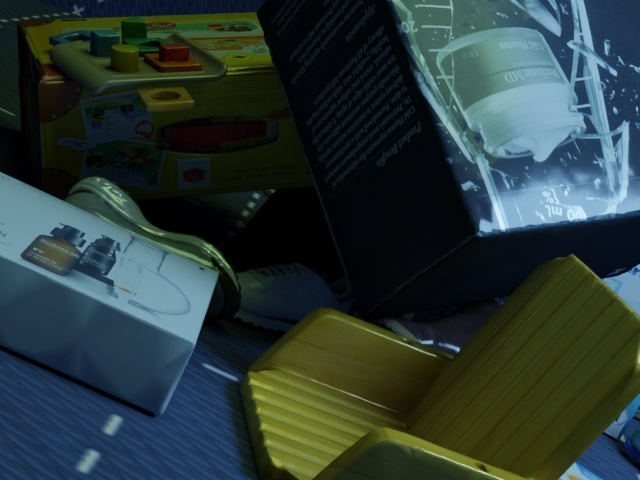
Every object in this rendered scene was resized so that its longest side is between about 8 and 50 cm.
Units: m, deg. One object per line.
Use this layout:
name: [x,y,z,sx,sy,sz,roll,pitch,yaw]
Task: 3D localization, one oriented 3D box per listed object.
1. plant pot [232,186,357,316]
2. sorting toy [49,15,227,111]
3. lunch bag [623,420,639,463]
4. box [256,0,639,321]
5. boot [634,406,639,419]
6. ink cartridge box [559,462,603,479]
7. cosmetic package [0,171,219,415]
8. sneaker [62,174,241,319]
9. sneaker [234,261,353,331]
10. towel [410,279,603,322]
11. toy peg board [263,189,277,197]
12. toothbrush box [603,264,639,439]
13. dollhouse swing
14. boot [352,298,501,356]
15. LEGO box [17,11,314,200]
plant pot: [0.000,0.000,1.904,0.188,0.167,0.188,19,16,-28]
sorting toy: [-0.249,-0.255,1.670,0.196,0.047,0.348,-12,30,-29]
lunch bag: [0.585,0.336,1.883,0.219,0.090,0.176,14,18,-43]
box: [0.235,-0.184,1.644,0.480,0.297,0.471,-8,72,-32]
boot: [0.575,0.204,2.116,0.190,0.208,0.076,20,13,-25]
ink cartridge box: [0.269,0.304,1.457,0.104,0.061,0.181,31,14,22]
cosmetic package: [-0.309,0.030,1.347,0.377,0.097,0.284,25,10,-6]
sneaker: [-0.225,0.027,1.561,0.272,0.100,0.108,31,37,6]
sneaker: [-0.058,0.069,1.680,0.235,0.094,0.090,15,19,-37]
towel: [0.282,0.090,1.867,0.235,0.283,0.121,28,-2,-1]
toy peg board: [-0.012,-0.089,2.428,0.161,0.079,0.161,18,14,-32]
toothbrush box: [0.464,0.135,1.979,0.216,0.295,0.126,30,12,14]
dollhouse swing: [0.127,0.131,1.323,0.315,0.304,0.347,23,14,-16]
boot: [0.176,0.134,1.727,0.248,0.090,0.207,39,43,-1]
LEGO box: [-0.200,-0.220,1.901,0.501,0.193,0.372,-5,24,-17]
